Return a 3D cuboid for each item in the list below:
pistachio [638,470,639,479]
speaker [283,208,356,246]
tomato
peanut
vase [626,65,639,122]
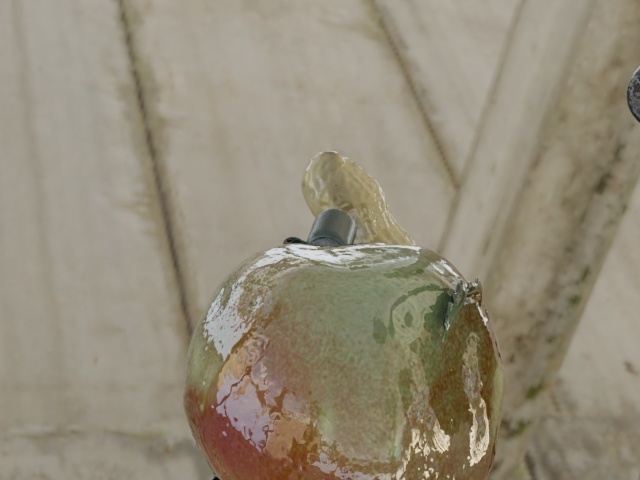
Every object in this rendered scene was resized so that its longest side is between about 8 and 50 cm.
[{"bbox_3d":[0.472,0.321,1.887,0.136,0.135,0.226,26,-168,15],"label":"pistachio"},{"bbox_3d":[0.001,0.004,1.984,0.060,0.094,0.075,51,-150,-20],"label":"speaker"},{"bbox_3d":[0.028,0.121,1.344,0.303,0.239,0.303,7,-162,-2],"label":"tomato"},{"bbox_3d":[0.055,-0.018,2.185,0.256,0.123,0.123,56,-143,-14],"label":"peanut"},{"bbox_3d":[0.303,-0.146,1.228,0.060,0.060,0.211,25,-152,13],"label":"vase"}]
